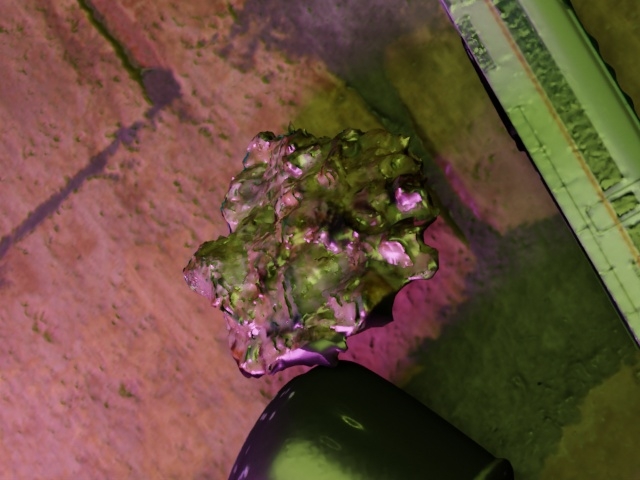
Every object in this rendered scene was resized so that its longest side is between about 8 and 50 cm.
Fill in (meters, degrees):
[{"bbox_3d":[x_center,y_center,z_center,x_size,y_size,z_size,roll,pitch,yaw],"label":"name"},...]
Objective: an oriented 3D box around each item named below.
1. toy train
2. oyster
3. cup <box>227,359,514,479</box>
[{"bbox_3d":[0.210,-0.030,1.227,0.088,0.086,0.407,-29,71,6],"label":"toy train"},{"bbox_3d":[-0.005,-0.005,1.254,0.198,0.092,0.259,-37,24,12],"label":"oyster"},{"bbox_3d":[0.030,0.206,1.212,0.176,0.169,0.223,24,122,16],"label":"cup"}]
